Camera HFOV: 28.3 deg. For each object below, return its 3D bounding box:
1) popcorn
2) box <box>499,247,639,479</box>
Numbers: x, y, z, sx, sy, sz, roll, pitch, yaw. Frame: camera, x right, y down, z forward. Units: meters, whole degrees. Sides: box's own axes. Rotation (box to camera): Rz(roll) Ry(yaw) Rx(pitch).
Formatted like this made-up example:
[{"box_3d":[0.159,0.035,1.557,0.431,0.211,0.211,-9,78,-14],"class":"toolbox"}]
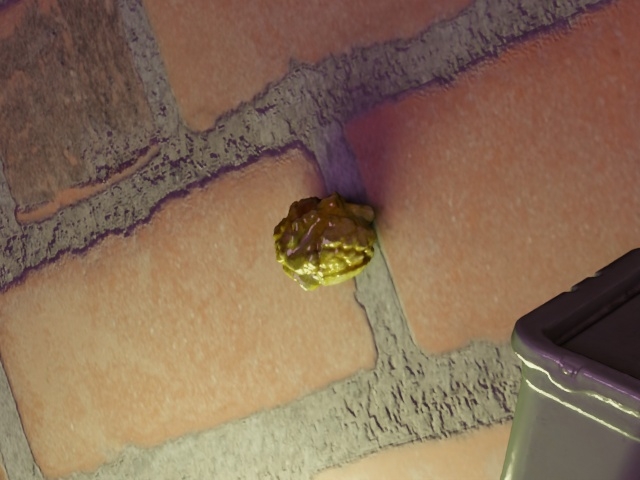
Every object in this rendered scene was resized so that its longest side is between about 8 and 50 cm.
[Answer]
[{"box_3d":[0.000,0.000,1.431,0.121,0.106,0.116,30,120,27],"class":"popcorn"},{"box_3d":[0.288,0.146,1.145,0.175,0.312,0.182,25,117,29],"class":"box"}]
